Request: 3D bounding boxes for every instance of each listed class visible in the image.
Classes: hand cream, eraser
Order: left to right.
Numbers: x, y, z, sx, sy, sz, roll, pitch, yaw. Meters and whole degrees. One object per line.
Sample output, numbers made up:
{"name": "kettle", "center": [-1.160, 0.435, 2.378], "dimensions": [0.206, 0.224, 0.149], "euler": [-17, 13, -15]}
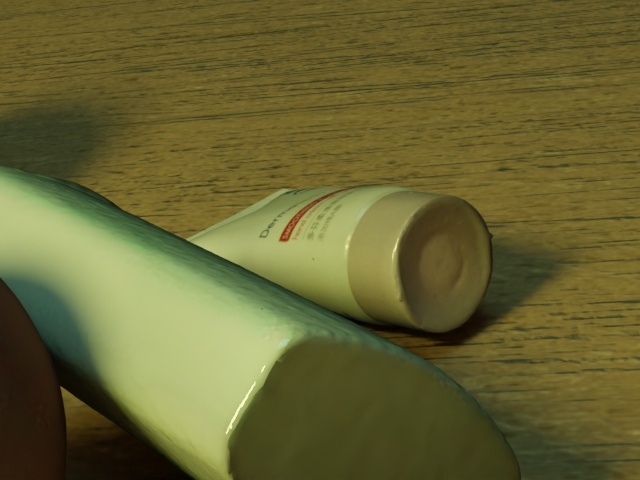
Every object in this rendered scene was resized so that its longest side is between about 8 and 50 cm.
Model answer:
{"name": "eraser", "center": [-0.059, 0.057, 0.693], "dimensions": [0.290, 0.189, 0.104], "euler": [23, 78, 47]}
{"name": "hand cream", "center": [0.000, 0.000, 0.902], "dimensions": [0.133, 0.083, 0.247], "euler": [-27, 22, -35]}

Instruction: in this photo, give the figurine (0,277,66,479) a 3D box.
{"name": "figurine", "center": [-0.212, 0.094, 0.568], "dimensions": [0.211, 0.270, 0.261], "euler": [-31, 15, 8]}
